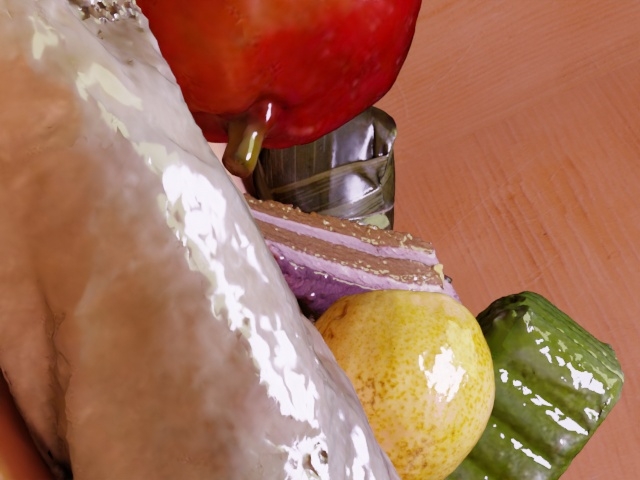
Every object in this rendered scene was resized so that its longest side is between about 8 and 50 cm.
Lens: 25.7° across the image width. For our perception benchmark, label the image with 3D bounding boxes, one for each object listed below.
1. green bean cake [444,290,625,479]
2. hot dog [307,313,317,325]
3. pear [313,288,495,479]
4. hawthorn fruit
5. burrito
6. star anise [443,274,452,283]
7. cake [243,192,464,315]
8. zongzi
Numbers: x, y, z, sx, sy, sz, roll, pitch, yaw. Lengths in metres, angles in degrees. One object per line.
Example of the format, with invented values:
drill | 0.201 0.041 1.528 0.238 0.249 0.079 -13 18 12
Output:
green bean cake | 0.165 0.176 1.358 0.156 0.250 0.247 36 9 6
hot dog | 0.020 0.130 1.352 0.099 0.053 0.192 63 1 31
pear | 0.063 0.127 1.186 0.178 0.178 0.178 -24 90 -87
hawthorn fruit | -0.047 -0.192 0.984 0.265 0.265 0.307 61 28 -60
burrito | -0.049 0.043 0.486 0.347 0.107 0.175 64 17 -5
star anise | 0.084 0.131 1.570 0.190 0.126 0.220 -4 -92 63
cake | 0.027 0.028 1.324 0.295 0.113 0.116 29 19 -47
zongzi | 0.000 0.000 1.589 0.289 0.154 0.317 -157 -113 -86
